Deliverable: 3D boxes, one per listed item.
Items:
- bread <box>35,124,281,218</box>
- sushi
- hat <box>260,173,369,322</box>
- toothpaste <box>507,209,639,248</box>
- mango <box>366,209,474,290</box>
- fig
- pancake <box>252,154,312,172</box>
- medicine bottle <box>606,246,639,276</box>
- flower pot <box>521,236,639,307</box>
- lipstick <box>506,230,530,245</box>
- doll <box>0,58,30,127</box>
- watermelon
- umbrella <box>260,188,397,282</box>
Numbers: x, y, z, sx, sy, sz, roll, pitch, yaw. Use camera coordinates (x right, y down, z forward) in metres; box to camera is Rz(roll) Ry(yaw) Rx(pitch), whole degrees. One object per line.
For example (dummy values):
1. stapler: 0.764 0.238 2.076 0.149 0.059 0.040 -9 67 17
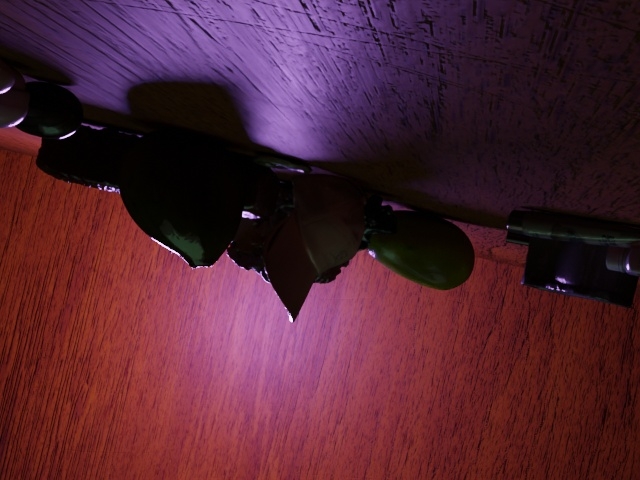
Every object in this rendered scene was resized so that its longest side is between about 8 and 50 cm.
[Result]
1. bread: -0.286 -0.127 1.672 0.417 0.113 0.165 12 179 6
2. sushi: -0.064 -0.009 2.013 0.270 0.236 0.171 9 -175 22
3. hat: 0.001 0.021 1.570 0.164 0.226 0.219 -5 149 11
4. toothpaste: 0.388 -0.014 1.344 0.239 0.039 0.062 10 170 37
5. mango: 0.203 0.012 1.934 0.273 0.149 0.185 20 -177 -28
6. fig: -0.221 -0.062 1.468 0.203 0.225 0.203 -9 169 -2
7. pancake: -0.065 -0.126 1.511 0.108 0.017 0.108 9 180 0
8. medicine bottle: 0.530 0.033 1.496 0.118 0.055 0.074 13 180 37
9. flower pot: 0.474 0.050 1.700 0.103 0.108 0.229 15 177 -32
10. lipstick: 0.455 0.006 1.820 0.177 0.027 0.027 11 178 28
11. doll: -0.416 -0.181 1.032 0.160 0.094 0.365 6 -179 -11
12. watermelon: -0.369 -0.174 1.228 0.111 0.078 0.078 15 179 16
13. umbrella: -0.001 -0.003 1.804 0.143 0.094 0.349 39 138 -17
